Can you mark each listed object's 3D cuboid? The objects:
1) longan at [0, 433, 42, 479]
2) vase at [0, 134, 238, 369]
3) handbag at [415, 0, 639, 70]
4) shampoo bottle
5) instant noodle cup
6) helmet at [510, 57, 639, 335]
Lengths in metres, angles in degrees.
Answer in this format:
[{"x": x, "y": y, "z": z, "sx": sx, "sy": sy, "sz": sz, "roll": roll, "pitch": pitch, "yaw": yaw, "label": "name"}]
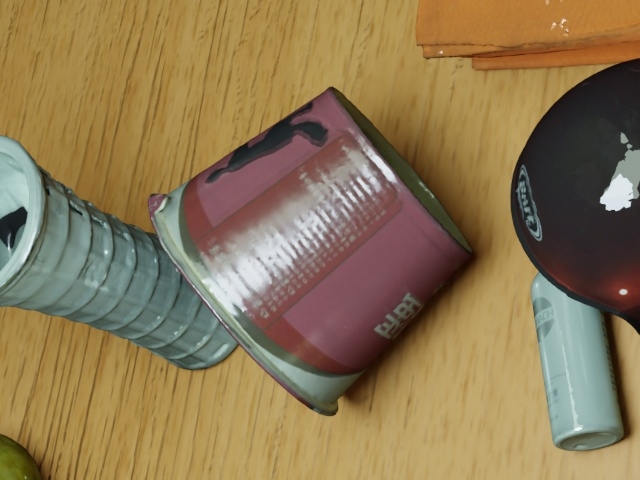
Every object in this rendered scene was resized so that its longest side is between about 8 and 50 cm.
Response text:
[{"x": -0.331, "y": 0.241, "z": 1.671, "sx": 0.154, "sy": 0.145, "sz": 0.176, "roll": -9, "pitch": 47, "yaw": -10, "label": "longan"}, {"x": -0.187, "y": 0.023, "z": 1.537, "sx": 0.143, "sy": 0.299, "sz": 0.143, "roll": -13, "pitch": 67, "yaw": 33, "label": "vase"}, {"x": 0.210, "y": -0.347, "z": 1.430, "sx": 0.303, "sy": 0.116, "sz": 0.410, "roll": 0, "pitch": 89, "yaw": 38, "label": "handbag"}, {"x": 0.192, "y": 0.062, "z": 1.399, "sx": 0.056, "sy": 0.056, "sz": 0.195, "roll": -21, "pitch": 61, "yaw": 30, "label": "shampoo bottle"}, {"x": 0.000, "y": 0.000, "z": 1.467, "sx": 0.178, "sy": 0.235, "sz": 0.235, "roll": -40, "pitch": 54, "yaw": 8, "label": "instant noodle cup"}, {"x": 0.248, "y": -0.037, "z": 1.320, "sx": 0.216, "sy": 0.193, "sz": 0.189, "roll": -6, "pitch": 64, "yaw": -10, "label": "helmet"}]
